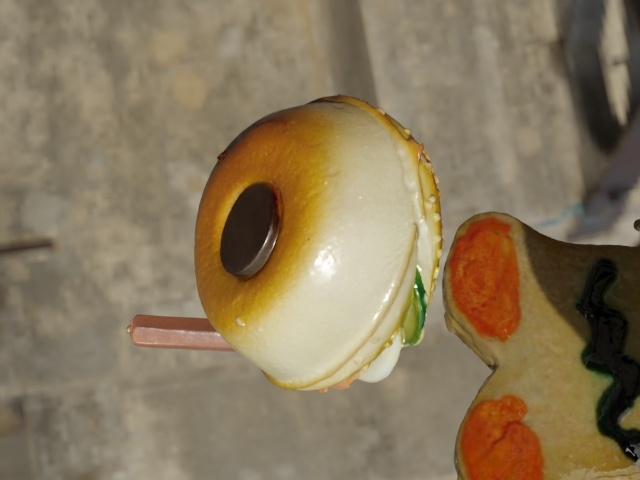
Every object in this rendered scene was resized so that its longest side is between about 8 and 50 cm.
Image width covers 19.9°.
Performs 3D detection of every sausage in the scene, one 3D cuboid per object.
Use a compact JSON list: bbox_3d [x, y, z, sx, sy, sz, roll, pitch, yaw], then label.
[{"bbox_3d":[-0.114,0.089,1.745,0.147,0.030,0.035,2,162,8],"label":"sausage"}]

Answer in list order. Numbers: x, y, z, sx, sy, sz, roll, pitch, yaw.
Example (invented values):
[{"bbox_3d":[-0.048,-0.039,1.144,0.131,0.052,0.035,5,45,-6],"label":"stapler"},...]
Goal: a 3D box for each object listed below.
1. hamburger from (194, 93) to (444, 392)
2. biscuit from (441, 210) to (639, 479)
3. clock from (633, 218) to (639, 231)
[{"bbox_3d":[-0.003,0.001,1.379,0.147,0.237,0.237,15,153,-36],"label":"hamburger"},{"bbox_3d":[0.317,0.097,1.750,0.394,0.368,0.076,-1,158,-3],"label":"biscuit"},{"bbox_3d":[0.500,-0.092,2.106,0.308,0.235,0.096,-48,-176,-2],"label":"clock"}]
